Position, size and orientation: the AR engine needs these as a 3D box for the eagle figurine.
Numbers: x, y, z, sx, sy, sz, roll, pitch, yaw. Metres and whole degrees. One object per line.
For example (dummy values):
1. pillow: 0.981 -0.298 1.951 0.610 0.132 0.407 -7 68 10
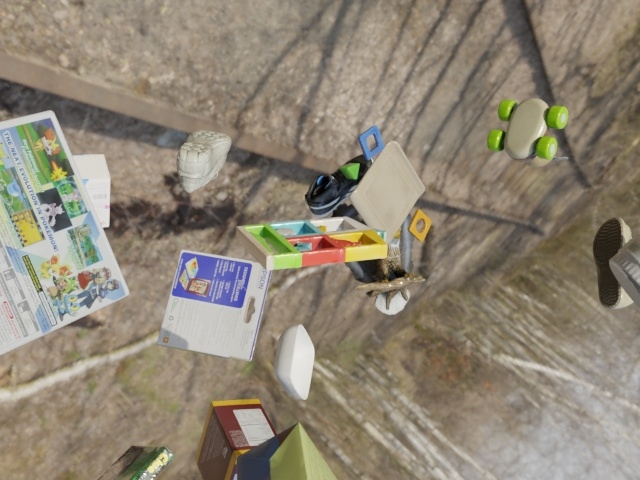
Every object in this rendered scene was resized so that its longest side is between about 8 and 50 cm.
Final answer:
1. eagle figurine: 0.174 0.029 2.111 0.225 0.298 0.226 -43 130 18

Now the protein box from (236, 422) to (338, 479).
1. protein box: -0.037 0.472 1.340 0.136 0.201 0.200 -30 -162 3

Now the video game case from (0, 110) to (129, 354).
1. video game case: -0.477 -0.011 1.171 0.036 0.329 0.300 -16 -172 44

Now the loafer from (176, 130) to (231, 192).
1. loafer: -0.305 -0.212 2.004 0.319 0.112 0.111 -65 166 -68

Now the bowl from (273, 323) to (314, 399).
1. bowl: -0.061 0.271 1.708 0.142 0.053 0.142 65 27 -52

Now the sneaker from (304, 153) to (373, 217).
1. sneaker: 0.052 -0.156 1.977 0.217 0.079 0.121 -45 159 -8

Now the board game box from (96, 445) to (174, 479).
1. board game box: -0.337 0.409 1.319 0.136 0.030 0.259 -42 -174 -27

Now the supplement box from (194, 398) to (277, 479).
1. supplement box: -0.196 0.520 1.856 0.129 0.194 0.191 3 117 -29

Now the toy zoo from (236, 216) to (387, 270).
1. toy zoo: 0.000 0.000 1.528 0.293 0.192 0.030 -5 110 -22

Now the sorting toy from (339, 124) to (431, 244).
1. sorting toy: 0.158 -0.115 1.884 0.196 0.047 0.348 -53 126 -23

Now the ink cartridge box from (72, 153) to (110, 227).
1. ink cartridge box: -0.483 -0.092 1.573 0.092 0.090 0.143 -4 132 -23

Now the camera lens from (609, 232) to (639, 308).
1. camera lens: 0.873 0.046 1.859 0.274 0.219 0.219 -36 166 6

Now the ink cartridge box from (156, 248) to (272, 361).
1. ink cartridge box: -0.315 0.199 2.354 0.072 0.307 0.304 64 38 -72

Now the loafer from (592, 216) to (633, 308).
1. loafer: 0.835 0.068 2.175 0.092 0.269 0.102 18 162 -34

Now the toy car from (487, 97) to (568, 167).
1. toy car: 0.511 -0.234 1.817 0.188 0.155 0.149 28 82 -50
